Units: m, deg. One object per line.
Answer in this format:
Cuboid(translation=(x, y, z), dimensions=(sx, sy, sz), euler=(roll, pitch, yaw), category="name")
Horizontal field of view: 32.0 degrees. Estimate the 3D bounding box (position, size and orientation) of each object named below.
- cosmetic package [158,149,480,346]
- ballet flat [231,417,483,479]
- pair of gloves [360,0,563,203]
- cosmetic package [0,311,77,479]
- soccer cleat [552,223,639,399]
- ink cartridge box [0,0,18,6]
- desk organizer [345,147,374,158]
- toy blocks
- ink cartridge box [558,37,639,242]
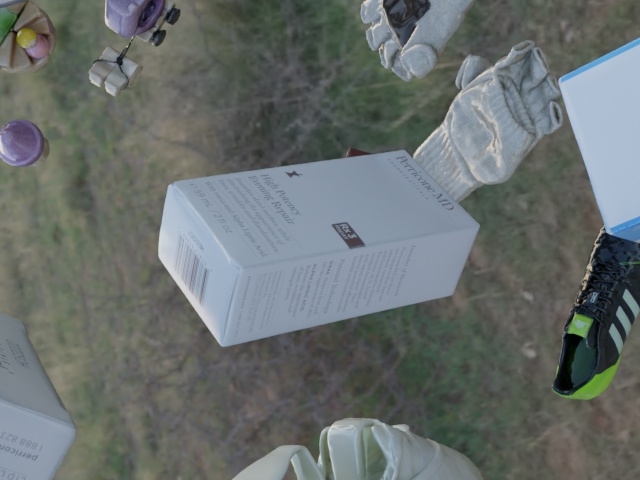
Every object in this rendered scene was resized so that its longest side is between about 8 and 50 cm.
Cuboid(translation=(0.000, 0.000, 0.897), dimensions=(0.117, 0.231, 0.085), euler=(49, 138, 37), category="cosmetic package")
Cuboid(translation=(0.014, 0.221, 0.935), dimensions=(0.139, 0.400, 0.139), euler=(11, 108, 35), category="ballet flat")
Cuboid(translation=(0.120, -0.158, 1.006), dimensions=(0.204, 0.042, 0.240), euler=(-34, 67, 56), category="pair of gloves")
Cuboid(translation=(-0.382, 0.266, 0.858), dimensions=(0.453, 0.161, 0.230), euler=(-60, 30, 3), category="cosmetic package")
Cuboid(translation=(0.254, 0.062, 1.008), dimensions=(0.060, 0.072, 0.179), euler=(20, 103, 36), category="soccer cleat")
Cuboid(translation=(-0.352, -0.302, 0.975), dimensions=(0.092, 0.160, 0.219), euler=(10, 119, 63), category="ink cartridge box")
Cuboid(translation=(0.047, -0.043, 1.146), dimensions=(0.130, 0.050, 0.047), euler=(87, -159, -68), category="desk organizer")
Cuboid(translation=(-0.367, -0.250, 1.187), dimensions=(0.309, 0.289, 0.260), euler=(33, 179, 5), category="toy blocks")
Cuboid(translation=(0.207, -0.052, 0.595), dimensions=(0.092, 0.143, 0.090), euler=(-25, 70, 31), category="ink cartridge box")
